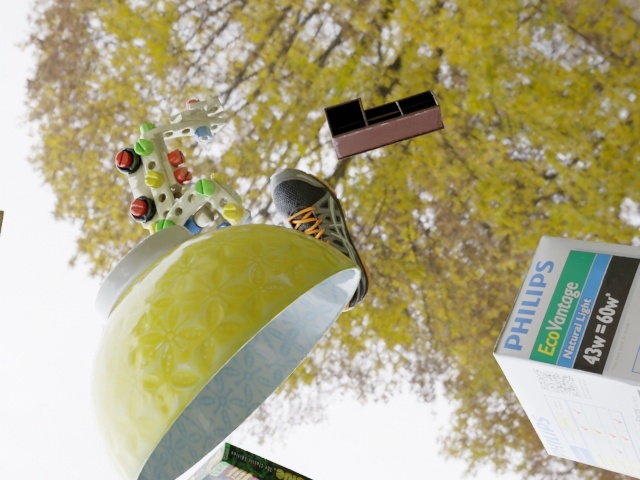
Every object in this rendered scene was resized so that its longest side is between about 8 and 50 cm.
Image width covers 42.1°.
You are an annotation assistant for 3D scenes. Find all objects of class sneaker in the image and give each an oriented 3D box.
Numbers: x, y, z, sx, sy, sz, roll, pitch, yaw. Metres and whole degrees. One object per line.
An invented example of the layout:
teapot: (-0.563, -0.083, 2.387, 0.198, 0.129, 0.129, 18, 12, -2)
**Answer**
sneaker: (0.000, 0.000, 1.103, 0.215, 0.084, 0.083, 57, -158, -10)

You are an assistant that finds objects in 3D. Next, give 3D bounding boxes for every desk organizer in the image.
desk organizer: (0.073, -0.141, 0.958, 0.050, 0.130, 0.047, 65, -170, -65)

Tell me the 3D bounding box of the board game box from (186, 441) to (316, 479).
board game box: (-0.117, 0.327, 0.956, 0.136, 0.259, 0.030, 27, -143, -21)

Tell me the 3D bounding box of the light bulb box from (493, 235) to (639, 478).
light bulb box: (0.504, 0.198, 1.240, 0.225, 0.361, 0.358, -61, -41, -25)

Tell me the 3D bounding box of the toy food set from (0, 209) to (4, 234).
toy food set: (-0.314, -0.006, 0.683, 0.122, 0.078, 0.019, 10, 179, 12)

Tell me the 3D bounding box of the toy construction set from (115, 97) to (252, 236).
toy construction set: (-0.244, -0.122, 1.501, 0.151, 0.215, 0.327, 37, -148, -51)

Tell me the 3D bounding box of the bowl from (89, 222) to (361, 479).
bowl: (-0.114, 0.078, 0.771, 0.156, 0.289, 0.289, 44, -147, 13)
